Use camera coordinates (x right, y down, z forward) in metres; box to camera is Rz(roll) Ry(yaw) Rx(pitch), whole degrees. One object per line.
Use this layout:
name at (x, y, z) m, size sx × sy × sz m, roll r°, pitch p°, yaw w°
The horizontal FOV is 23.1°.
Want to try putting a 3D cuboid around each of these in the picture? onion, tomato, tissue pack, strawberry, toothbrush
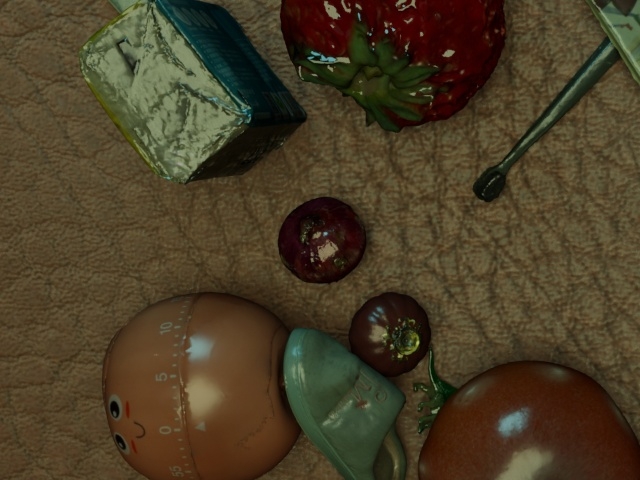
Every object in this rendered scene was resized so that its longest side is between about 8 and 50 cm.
onion at (0.000, 0.000, 1.835) m, size 0.107 × 0.097 × 0.107 m, roll -5°, pitch 72°, yaw 17°
tomato at (0.236, 0.263, 1.747) m, size 0.255 × 0.224 × 0.256 m, roll 0°, pitch 90°, yaw -6°
tissue pack at (-0.141, -0.168, 1.762) m, size 0.134 × 0.271 × 0.192 m, roll -40°, pitch 85°, yaw 12°
strawberry at (0.092, -0.280, 1.745) m, size 0.257 × 0.257 × 0.277 m, roll 11°, pitch 64°, yaw 8°
toothbrush at (0.283, -0.160, 1.816) m, size 0.030 × 0.030 × 0.297 m, roll 39°, pitch 97°, yaw -19°

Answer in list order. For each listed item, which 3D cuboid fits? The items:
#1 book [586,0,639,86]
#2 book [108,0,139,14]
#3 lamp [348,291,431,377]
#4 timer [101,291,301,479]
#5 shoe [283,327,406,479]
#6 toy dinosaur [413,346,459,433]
book at (0.421, -0.265, 1.776) m, size 0.201 × 0.026 × 0.289 m, roll -33°, pitch 86°, yaw -3°
book at (-0.168, -0.466, 1.871) m, size 0.379 × 0.031 × 0.264 m, roll -45°, pitch 86°, yaw 8°
lamp at (0.081, 0.110, 1.828) m, size 0.101 × 0.090 × 0.101 m, roll -4°, pitch 98°, yaw -27°
timer at (-0.136, 0.174, 1.795) m, size 0.215 × 0.229 × 0.230 m, roll -8°, pitch 91°, yaw 17°
shoe at (0.047, 0.200, 1.790) m, size 0.100 × 0.103 × 0.251 m, roll -14°, pitch 123°, yaw 29°
toy dinosaur at (0.142, 0.186, 1.858) m, size 0.060 × 0.029 × 0.120 m, roll -3°, pitch 86°, yaw -6°
